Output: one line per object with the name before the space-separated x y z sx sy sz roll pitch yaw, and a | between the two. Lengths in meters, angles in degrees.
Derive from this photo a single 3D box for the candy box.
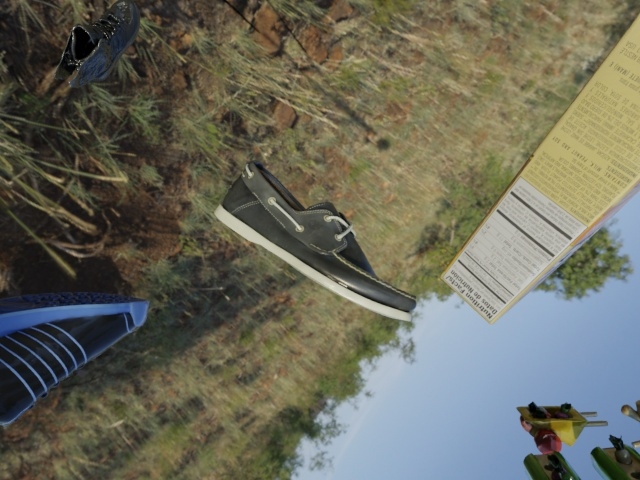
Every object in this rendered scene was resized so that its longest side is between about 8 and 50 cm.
candy box | 0.273 -0.062 0.443 0.183 0.087 0.316 -24 150 -35

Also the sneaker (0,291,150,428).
sneaker | -0.241 0.095 0.348 0.232 0.082 0.090 0 94 -64

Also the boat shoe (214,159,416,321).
boat shoe | 0.000 0.000 0.433 0.079 0.233 0.084 -57 164 1

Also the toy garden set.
toy garden set | 0.332 0.202 0.434 0.245 0.049 0.204 -12 178 10

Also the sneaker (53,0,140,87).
sneaker | -0.330 -0.300 0.641 0.170 0.051 0.089 -62 -172 -2
